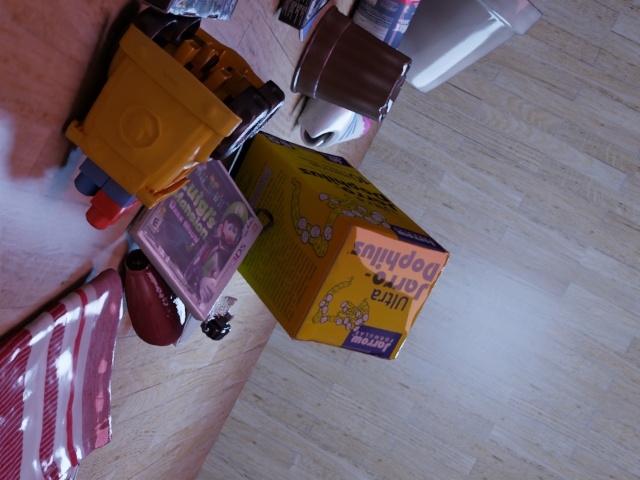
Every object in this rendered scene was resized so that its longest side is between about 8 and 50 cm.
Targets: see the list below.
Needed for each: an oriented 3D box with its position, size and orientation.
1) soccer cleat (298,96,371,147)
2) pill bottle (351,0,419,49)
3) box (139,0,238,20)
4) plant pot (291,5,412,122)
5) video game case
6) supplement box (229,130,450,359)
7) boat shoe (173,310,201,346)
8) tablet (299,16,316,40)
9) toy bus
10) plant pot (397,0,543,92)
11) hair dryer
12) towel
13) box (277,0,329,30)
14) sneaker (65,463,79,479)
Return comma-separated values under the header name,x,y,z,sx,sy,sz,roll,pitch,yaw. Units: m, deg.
name,x,y,z,sx,sy,sz,roll,pitch,yaw
soccer cleat,0.016,-0.240,2.383,0.143,0.116,0.331,-46,172,1
pill bottle,0.111,-0.413,2.313,0.180,0.108,0.108,-65,174,26
box,-0.082,-0.341,1.133,0.270,0.060,0.216,-64,174,13
plant pot,0.059,-0.294,2.108,0.167,0.165,0.167,-60,174,-11
video game case,-0.162,-0.015,1.632,0.173,0.022,0.190,-60,138,-28
supplement box,0.000,0.000,1.879,0.356,0.194,0.195,46,-65,50
boat shoe,-0.197,0.047,1.854,0.095,0.079,0.255,-49,163,-58
tablet,-0.012,-0.363,1.945,0.083,0.006,0.054,-62,174,-12
toy bus,-0.158,-0.109,1.213,0.211,0.149,0.220,-50,-179,16
plant pot,0.242,-0.466,2.474,0.280,0.323,0.323,-47,179,16
hair dryer,-0.191,0.045,1.714,0.293,0.080,0.224,-2,115,-64
towel,-0.312,0.191,1.378,0.329,0.037,0.237,-45,145,-66
box,0.014,-0.416,1.733,0.184,0.045,0.191,-59,174,-56
sneaker,-0.340,0.267,1.605,0.106,0.078,0.234,-55,169,-37
